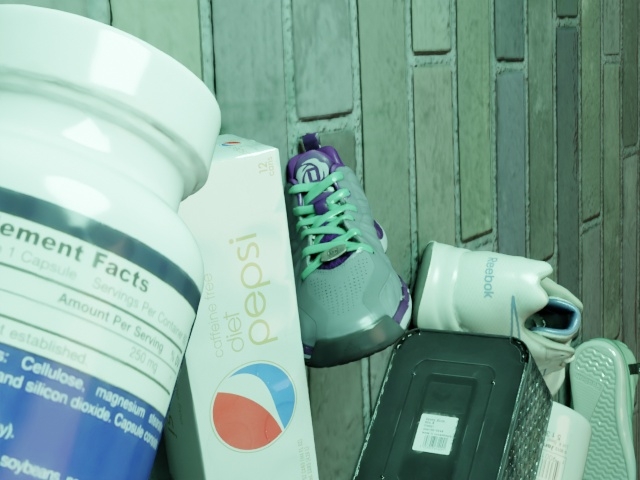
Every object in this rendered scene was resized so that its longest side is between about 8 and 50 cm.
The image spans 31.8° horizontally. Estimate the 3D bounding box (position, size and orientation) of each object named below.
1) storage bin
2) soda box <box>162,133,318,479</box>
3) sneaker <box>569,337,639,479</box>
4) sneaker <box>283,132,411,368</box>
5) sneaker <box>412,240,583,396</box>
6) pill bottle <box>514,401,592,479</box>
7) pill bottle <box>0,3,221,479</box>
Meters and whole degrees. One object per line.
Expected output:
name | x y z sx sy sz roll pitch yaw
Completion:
storage bin | 0.109 0.172 0.923 0.084 0.122 0.180 57 45 -47
soda box | -0.057 0.053 0.648 0.074 0.069 0.216 -15 109 -25
sneaker | 0.364 0.247 1.414 0.151 0.094 0.256 -2 95 -64
sneaker | 0.000 0.000 0.717 0.223 0.083 0.098 -101 170 -71
sneaker | 0.188 0.095 1.052 0.297 0.129 0.111 41 55 -56
pill bottle | 0.157 0.257 1.004 0.131 0.131 0.229 42 59 -54
pill bottle | -0.133 0.049 0.452 0.153 0.153 0.264 44 55 -53
